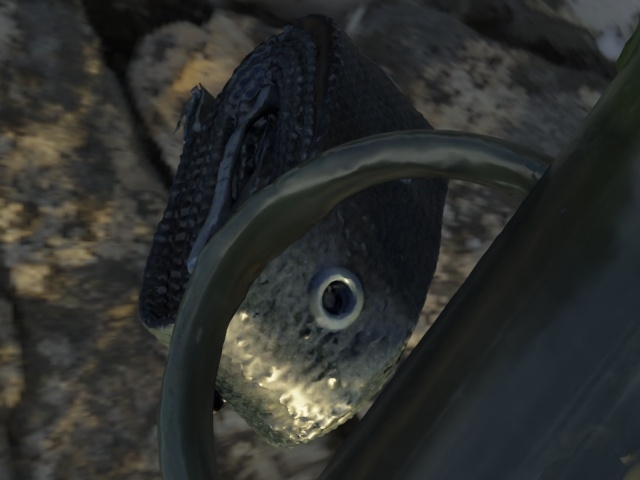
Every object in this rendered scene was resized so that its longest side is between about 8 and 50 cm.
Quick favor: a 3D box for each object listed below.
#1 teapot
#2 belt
[{"bbox_3d":[0.070,0.075,0.577,0.270,0.200,0.337,41,99,26],"label":"teapot"},{"bbox_3d":[0.000,0.000,0.900,0.122,0.218,0.128,-32,116,29],"label":"belt"}]
